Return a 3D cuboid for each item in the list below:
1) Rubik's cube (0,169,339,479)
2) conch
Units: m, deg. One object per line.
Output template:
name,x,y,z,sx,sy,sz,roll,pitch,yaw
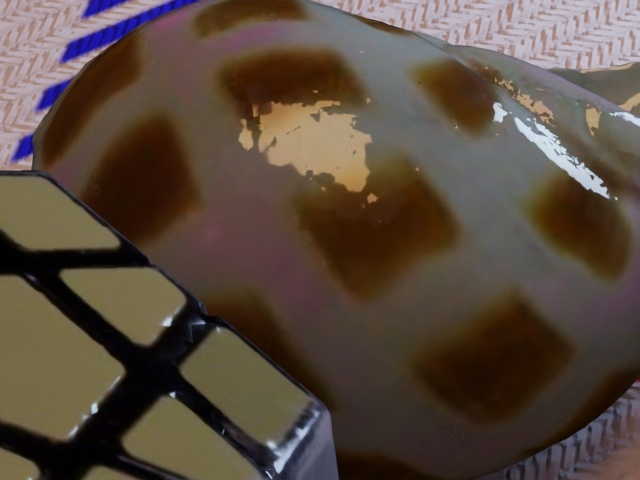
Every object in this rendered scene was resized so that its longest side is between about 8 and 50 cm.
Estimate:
Rubik's cube,-0.137,0.130,0.551,0.319,0.264,0.319,-25,43,27
conch,0.001,0.000,0.772,0.368,0.197,0.249,7,10,11
